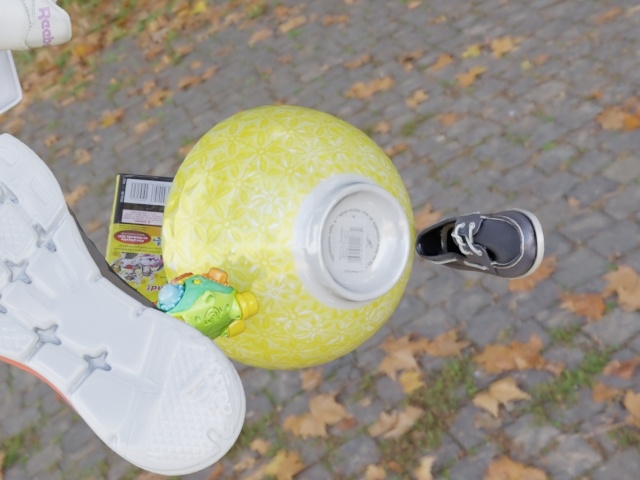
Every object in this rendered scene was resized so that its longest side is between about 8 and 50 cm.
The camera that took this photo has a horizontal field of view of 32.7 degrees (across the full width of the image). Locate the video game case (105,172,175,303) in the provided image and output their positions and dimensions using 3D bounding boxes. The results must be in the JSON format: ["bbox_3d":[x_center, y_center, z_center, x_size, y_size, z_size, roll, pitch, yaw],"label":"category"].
[{"bbox_3d":[-0.162,0.013,1.540,0.274,0.035,0.248,4,48,-7],"label":"video game case"}]

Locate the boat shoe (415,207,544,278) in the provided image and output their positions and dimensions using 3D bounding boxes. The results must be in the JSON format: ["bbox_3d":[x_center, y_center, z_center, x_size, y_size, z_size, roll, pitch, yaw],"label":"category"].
[{"bbox_3d":[0.167,0.006,1.165,0.065,0.075,0.206,-5,2,-20],"label":"boat shoe"}]

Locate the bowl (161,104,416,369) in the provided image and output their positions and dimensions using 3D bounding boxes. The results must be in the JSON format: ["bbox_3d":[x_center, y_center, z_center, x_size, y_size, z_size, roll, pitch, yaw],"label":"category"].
[{"bbox_3d":[0.000,0.000,1.118,0.289,0.289,0.156,-40,23,-26],"label":"bowl"}]

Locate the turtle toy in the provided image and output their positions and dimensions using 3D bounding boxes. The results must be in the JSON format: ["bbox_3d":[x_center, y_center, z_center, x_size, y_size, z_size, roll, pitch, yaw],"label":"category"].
[{"bbox_3d":[-0.120,0.068,1.017,0.095,0.066,0.130,-20,-15,-27],"label":"turtle toy"}]

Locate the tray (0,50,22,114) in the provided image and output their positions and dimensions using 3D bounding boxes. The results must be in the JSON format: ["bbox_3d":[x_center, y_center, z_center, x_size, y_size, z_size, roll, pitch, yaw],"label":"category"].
[{"bbox_3d":[-0.449,-0.249,1.369,0.145,0.030,0.270,-29,67,20],"label":"tray"}]

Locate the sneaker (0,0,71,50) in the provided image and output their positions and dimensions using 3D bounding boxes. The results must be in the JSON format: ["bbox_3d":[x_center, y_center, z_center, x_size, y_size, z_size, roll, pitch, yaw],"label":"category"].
[{"bbox_3d":[-0.289,-0.291,1.022,0.152,0.114,0.305,0,60,-12],"label":"sneaker"}]

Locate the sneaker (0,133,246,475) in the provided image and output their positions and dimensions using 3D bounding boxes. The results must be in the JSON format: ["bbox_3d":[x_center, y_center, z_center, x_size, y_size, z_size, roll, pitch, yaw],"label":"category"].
[{"bbox_3d":[-0.093,0.024,0.380,0.061,0.158,0.065,-43,-8,-13],"label":"sneaker"}]
